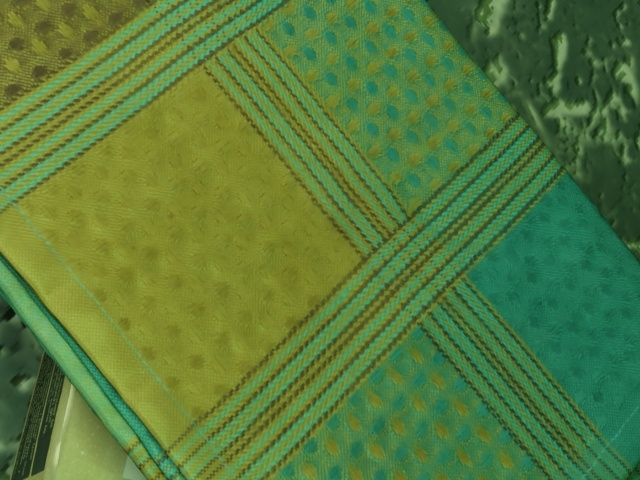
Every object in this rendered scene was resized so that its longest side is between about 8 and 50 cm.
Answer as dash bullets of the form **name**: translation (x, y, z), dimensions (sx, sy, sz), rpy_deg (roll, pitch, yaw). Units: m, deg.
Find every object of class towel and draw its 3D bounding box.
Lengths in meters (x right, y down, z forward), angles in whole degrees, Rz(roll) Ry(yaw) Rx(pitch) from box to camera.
- **towel**: translation (0.000, 0.000, 0.588), dimensions (0.271, 0.040, 0.370), rpy_deg (-40, 90, -32)

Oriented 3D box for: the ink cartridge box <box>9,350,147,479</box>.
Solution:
- **ink cartridge box**: translation (-0.011, 0.062, 0.634), dimensions (0.235, 0.088, 0.193), rpy_deg (18, 67, -19)
